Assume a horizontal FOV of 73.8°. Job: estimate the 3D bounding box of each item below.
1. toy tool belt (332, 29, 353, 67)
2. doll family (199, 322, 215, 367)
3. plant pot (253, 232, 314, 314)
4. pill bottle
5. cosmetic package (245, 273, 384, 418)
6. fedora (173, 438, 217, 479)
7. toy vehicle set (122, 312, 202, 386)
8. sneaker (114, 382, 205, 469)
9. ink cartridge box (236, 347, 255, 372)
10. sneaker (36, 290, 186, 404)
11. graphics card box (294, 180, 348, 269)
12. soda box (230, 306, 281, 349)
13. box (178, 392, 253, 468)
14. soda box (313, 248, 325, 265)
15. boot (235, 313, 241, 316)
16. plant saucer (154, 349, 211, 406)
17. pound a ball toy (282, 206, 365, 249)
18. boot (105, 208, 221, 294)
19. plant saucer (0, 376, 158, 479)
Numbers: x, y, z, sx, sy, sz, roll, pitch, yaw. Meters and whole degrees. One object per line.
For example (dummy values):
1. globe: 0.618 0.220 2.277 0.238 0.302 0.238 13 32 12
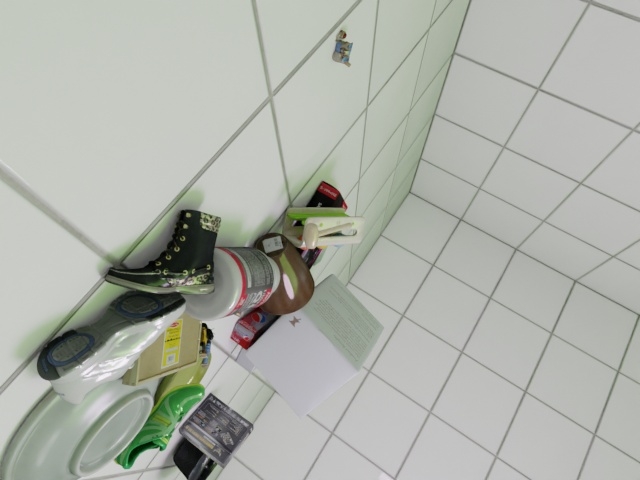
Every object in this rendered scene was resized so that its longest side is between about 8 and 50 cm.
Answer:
1. toy tool belt: 0.068 -0.509 1.134 0.052 0.051 0.083 -47 161 -40
2. doll family: -0.358 0.306 1.281 0.193 0.075 0.111 113 -25 -52
3. plant pot: -0.139 0.090 1.398 0.215 0.215 0.231 -50 148 -32
4. pill bottle: -0.226 0.103 1.131 0.176 0.176 0.318 -61 165 8
5. cosmetic package: -0.009 0.394 1.682 0.327 0.329 0.393 -46 172 24
6. fedora: -0.512 0.899 1.804 0.334 0.152 0.334 -55 168 -17
7. toy vehicle set: -0.377 0.244 1.051 0.267 0.035 0.166 24 70 -75
8. sneaker: -0.450 0.531 1.221 0.295 0.123 0.109 -36 145 -21
9. ink cartridge box: -0.258 0.461 1.898 0.160 0.092 0.219 -63 164 18
10. sneaker: -0.402 0.200 0.860 0.297 0.111 0.129 -33 140 -42
11. graphics card box: -0.033 -0.028 1.677 0.371 0.094 0.233 -57 166 -3
12. soda box: -0.241 0.325 1.702 0.263 0.083 0.092 -31 151 -61
13. box: -0.411 0.749 1.690 0.183 0.231 0.056 -48 158 -39
14. soda box: 0.000 0.000 1.886 0.216 0.069 0.074 -64 165 23
15. boot: -0.277 0.196 1.390 0.085 0.059 0.158 -59 165 -18
16. plant saucer: -0.445 0.447 1.362 0.241 0.037 0.241 -53 163 -23
17. pound a ball toy: 0.019 -0.021 1.449 0.319 0.208 0.136 -4 113 -41
18. boot: -0.312 0.019 0.881 0.236 0.085 0.179 12 87 -49
19. plant saucer: -0.507 0.424 0.994 0.400 0.100 0.400 -52 164 -22
